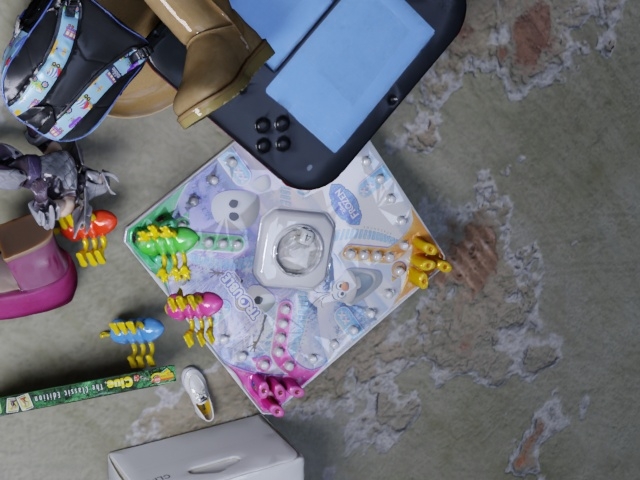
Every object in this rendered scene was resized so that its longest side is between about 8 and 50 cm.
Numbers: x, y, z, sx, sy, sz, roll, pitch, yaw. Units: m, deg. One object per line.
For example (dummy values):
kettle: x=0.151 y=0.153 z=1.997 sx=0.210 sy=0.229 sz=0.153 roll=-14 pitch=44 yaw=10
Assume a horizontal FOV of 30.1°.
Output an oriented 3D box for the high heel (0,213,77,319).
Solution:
high heel: x=-0.506 y=0.095 z=1.566 sx=0.377 sy=0.127 sz=0.181 roll=-17 pitch=146 yaw=-10

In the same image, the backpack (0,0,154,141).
backpack: x=-0.320 y=-0.219 z=1.485 sx=0.158 sy=0.117 sz=0.173 roll=35 pitch=90 yaw=-37

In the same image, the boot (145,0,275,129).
boot: x=-0.192 y=-0.288 z=1.471 sx=0.089 sy=0.236 sz=0.269 roll=-31 pitch=106 yaw=29

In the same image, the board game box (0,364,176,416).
board game box: x=-0.349 y=0.217 z=1.693 sx=0.260 sy=0.136 sz=0.030 roll=-8 pitch=86 yaw=-28

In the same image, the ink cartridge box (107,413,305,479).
ink cartridge box: x=-0.179 y=0.500 z=1.900 sx=0.279 sy=0.160 sz=0.384 roll=-11 pitch=116 yaw=-28

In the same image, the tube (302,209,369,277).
tube: x=0.000 y=0.000 z=1.865 sx=0.207 sy=0.052 sz=0.080 roll=37 pitch=78 yaw=-31

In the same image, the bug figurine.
bug figurine: x=-0.249 y=0.053 z=1.659 sx=0.072 sy=0.216 sz=0.279 roll=-65 pitch=145 yaw=-49

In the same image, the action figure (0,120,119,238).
action figure: x=-0.391 y=-0.093 z=1.513 sx=0.285 sy=0.185 sz=0.099 roll=8 pitch=126 yaw=-28

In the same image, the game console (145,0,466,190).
game console: x=-0.008 y=-0.296 z=1.653 sx=0.342 sy=0.060 sz=0.386 roll=41 pitch=88 yaw=-31

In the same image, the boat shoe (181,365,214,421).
boat shoe: x=-0.189 y=0.242 z=1.859 sx=0.035 sy=0.035 sz=0.100 roll=-25 pitch=122 yaw=-20

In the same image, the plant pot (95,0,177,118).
plant pot: x=-0.254 y=-0.281 z=1.592 sx=0.236 sy=0.032 sz=0.236 roll=-13 pitch=118 yaw=-26

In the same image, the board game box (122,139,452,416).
board game box: x=-0.034 y=0.017 z=1.802 sx=0.390 sy=0.050 sz=0.390 roll=-40 pitch=115 yaw=-10
